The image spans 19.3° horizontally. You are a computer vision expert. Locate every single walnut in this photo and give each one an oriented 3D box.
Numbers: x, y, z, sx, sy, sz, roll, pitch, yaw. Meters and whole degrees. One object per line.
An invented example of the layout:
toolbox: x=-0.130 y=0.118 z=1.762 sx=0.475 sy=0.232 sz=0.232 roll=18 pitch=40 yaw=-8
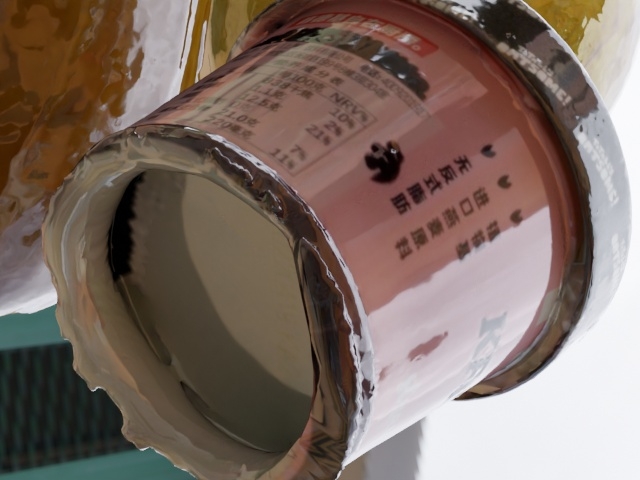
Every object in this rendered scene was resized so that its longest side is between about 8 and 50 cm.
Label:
walnut: x=-0.149 y=-0.114 z=0.916 sx=0.209 sy=0.209 sz=0.336 roll=41 pitch=-67 yaw=30

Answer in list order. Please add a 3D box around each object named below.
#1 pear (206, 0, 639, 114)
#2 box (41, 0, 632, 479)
pear: x=0.062 y=-0.132 z=1.164 sx=0.281 sy=0.281 sz=0.280 roll=3 pitch=-86 yaw=39
box: x=0.000 y=0.000 z=0.589 sx=0.151 sy=0.135 sz=0.151 roll=19 pitch=-56 yaw=32
